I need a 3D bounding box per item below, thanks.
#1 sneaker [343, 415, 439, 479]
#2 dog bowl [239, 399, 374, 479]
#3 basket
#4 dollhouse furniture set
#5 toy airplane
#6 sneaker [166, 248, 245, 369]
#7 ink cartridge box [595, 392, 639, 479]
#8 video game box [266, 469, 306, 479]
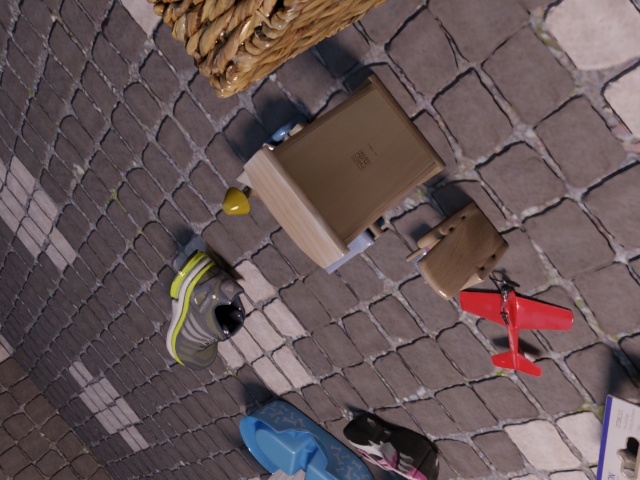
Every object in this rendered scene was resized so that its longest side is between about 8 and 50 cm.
[{"bbox_3d":[0.124,0.351,1.203,0.178,0.072,0.077,23,148,43],"label":"sneaker"},{"bbox_3d":[-0.022,0.419,1.397,0.297,0.074,0.165,34,141,22],"label":"dog bowl"},{"bbox_3d":[-0.014,-0.295,0.568,0.223,0.299,0.213,52,144,-3],"label":"basket"},{"bbox_3d":[0.000,0.000,0.900,0.286,0.198,0.303,52,144,-2],"label":"dollhouse furniture set"},{"bbox_3d":[0.233,0.109,0.894,0.151,0.028,0.151,26,137,27],"label":"toy airplane"},{"bbox_3d":[-0.204,0.154,1.331,0.121,0.111,0.299,31,142,18],"label":"sneaker"},{"bbox_3d":[0.480,0.271,0.748,0.371,0.069,0.175,18,134,33],"label":"ink cartridge box"},{"bbox_3d":[-0.062,0.572,1.464,0.187,0.205,0.048,35,145,21],"label":"video game box"}]
